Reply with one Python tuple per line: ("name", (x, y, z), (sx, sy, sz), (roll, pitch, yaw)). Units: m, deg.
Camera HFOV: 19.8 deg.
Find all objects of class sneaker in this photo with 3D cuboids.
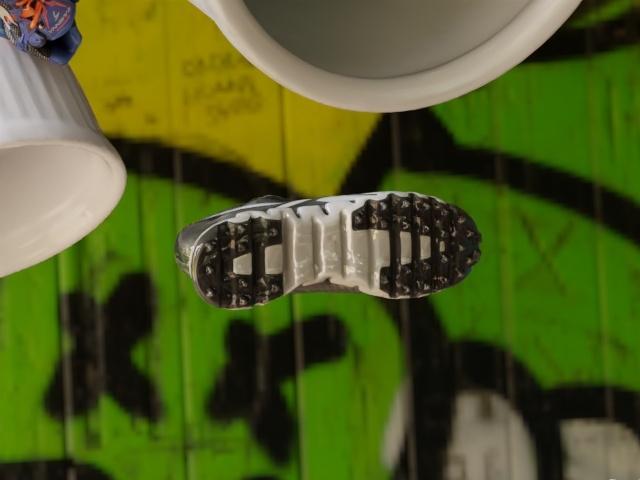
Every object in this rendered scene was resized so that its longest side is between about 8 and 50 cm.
("sneaker", (-0.242, -0.212, 1.532), (0.087, 0.083, 0.221), (38, -8, 10))
("sneaker", (0.000, 0.000, 1.306), (0.234, 0.078, 0.106), (-5, 12, -26))

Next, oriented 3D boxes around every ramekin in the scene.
("ramekin", (-0.332, -0.074, 1.701), (0.277, 0.135, 0.277), (-20, -21, -8))

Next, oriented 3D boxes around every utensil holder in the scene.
("utensil holder", (-0.018, -0.311, 1.295), (0.328, 0.327, 0.385), (-1, 26, -30))

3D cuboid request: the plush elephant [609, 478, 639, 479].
("plush elephant", (0.268, 0.375, 1.500), (0.272, 0.255, 0.330), (0, 18, -2))
